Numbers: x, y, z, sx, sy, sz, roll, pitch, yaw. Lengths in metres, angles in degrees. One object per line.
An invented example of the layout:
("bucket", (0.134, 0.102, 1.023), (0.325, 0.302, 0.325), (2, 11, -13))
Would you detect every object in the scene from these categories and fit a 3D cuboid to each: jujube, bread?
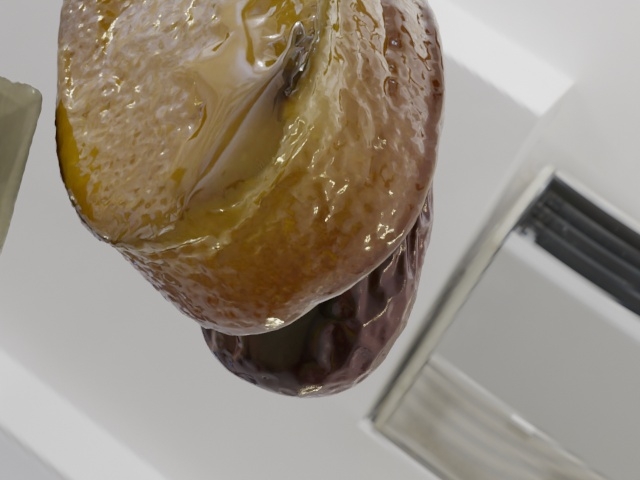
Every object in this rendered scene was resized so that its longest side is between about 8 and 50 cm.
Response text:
("jujube", (0.000, 0.000, 0.935), (0.168, 0.168, 0.236), (28, -67, 16))
("bread", (-0.037, -0.083, 0.670), (0.195, 0.270, 0.142), (-29, -39, 24))

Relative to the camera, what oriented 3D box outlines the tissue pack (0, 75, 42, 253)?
("tissue pack", (-0.296, -0.023, 0.747), (0.325, 0.071, 0.170), (8, -97, 45))
